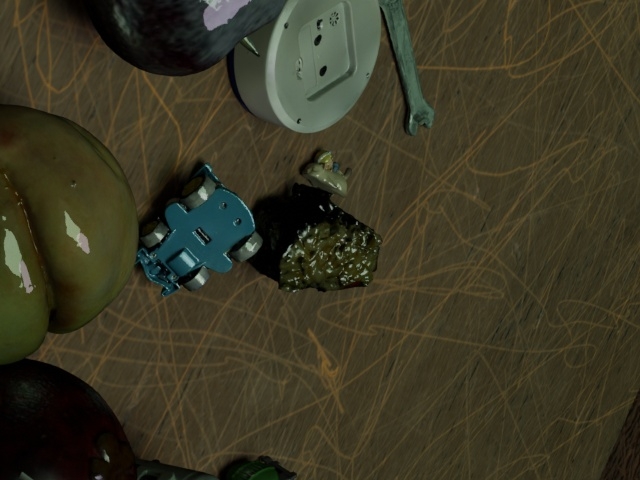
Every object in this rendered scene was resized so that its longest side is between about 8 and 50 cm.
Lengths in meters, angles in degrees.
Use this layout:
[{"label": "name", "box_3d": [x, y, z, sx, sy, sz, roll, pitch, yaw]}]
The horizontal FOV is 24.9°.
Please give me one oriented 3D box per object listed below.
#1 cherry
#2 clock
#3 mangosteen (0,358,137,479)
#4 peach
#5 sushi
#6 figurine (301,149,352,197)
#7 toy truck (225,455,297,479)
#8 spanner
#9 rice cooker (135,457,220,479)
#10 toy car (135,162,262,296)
[{"label": "cherry", "box_3d": [-0.151, -0.312, 1.606, 0.255, 0.218, 0.296, -46, 134, -16]}, {"label": "clock", "box_3d": [-0.017, -0.260, 1.923, 0.230, 0.083, 0.230, -25, 127, -39]}, {"label": "mangosteen", "box_3d": [-0.381, 0.287, 1.637, 0.306, 0.360, 0.306, -10, 90, -72]}, {"label": "peach", "box_3d": [-0.336, -0.011, 1.527, 0.292, 0.247, 0.292, -13, 121, -23]}, {"label": "sushi", "box_3d": [0.000, 0.000, 2.057, 0.212, 0.115, 0.147, 11, 101, -52]}, {"label": "figurine", "box_3d": [0.011, -0.098, 2.083, 0.083, 0.047, 0.050, 37, 64, -46]}, {"label": "toy truck", "box_3d": [-0.093, 0.444, 2.204, 0.125, 0.101, 0.242, -17, 119, -41]}, {"label": "spanner", "box_3d": [0.123, -0.274, 2.142, 0.071, 0.017, 0.302, -43, 138, -27]}, {"label": "rice cooker", "box_3d": [-0.246, 0.394, 1.876, 0.280, 0.227, 0.241, -58, 149, -49]}, {"label": "toy car", "box_3d": [-0.164, -0.011, 1.885, 0.161, 0.098, 0.126, -39, 114, 8]}]
